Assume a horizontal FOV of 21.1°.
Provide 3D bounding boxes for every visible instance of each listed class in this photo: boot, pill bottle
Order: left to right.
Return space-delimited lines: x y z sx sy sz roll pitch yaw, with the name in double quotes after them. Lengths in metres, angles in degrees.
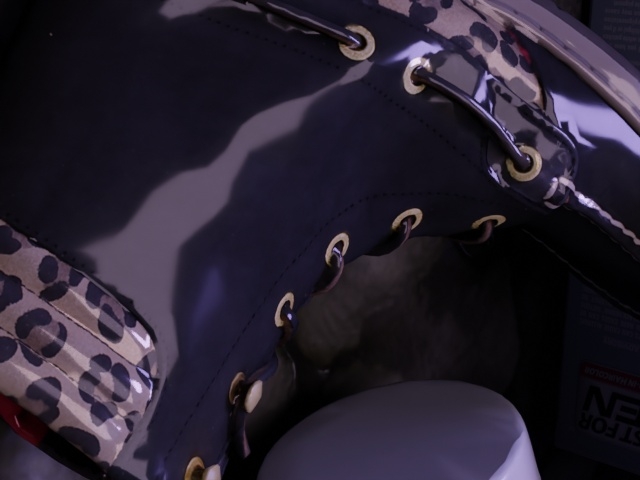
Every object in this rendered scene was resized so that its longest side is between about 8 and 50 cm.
0.000 0.000 0.757 0.377 0.138 0.284 40 74 -28 "boot"
0.072 0.235 0.858 0.176 0.176 0.318 -32 119 -31 "pill bottle"

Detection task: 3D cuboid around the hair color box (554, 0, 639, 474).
0.247 -0.061 0.983 0.185 0.113 0.374 -5 103 -40 "hair color box"
